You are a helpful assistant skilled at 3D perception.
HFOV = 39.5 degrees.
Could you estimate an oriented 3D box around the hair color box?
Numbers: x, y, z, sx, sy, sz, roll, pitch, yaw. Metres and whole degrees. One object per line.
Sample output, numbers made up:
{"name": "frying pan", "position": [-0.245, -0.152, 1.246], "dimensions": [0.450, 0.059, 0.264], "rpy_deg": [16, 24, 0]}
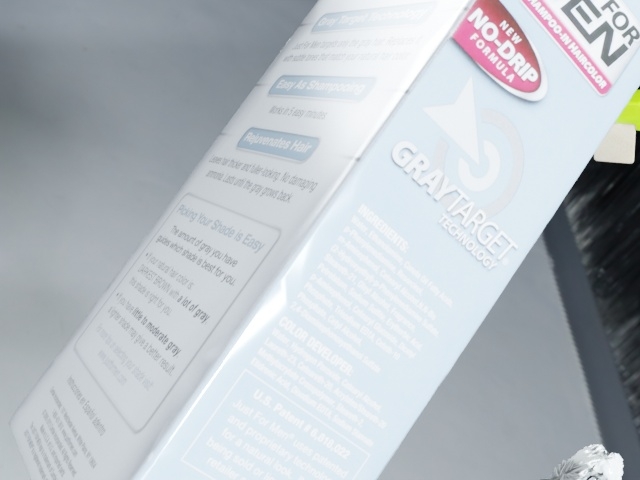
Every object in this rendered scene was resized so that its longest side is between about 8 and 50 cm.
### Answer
{"name": "hair color box", "position": [0.000, 0.000, 0.486], "dimensions": [0.113, 0.185, 0.374], "rpy_deg": [39, 82, -27]}

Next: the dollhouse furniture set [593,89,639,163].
{"name": "dollhouse furniture set", "position": [0.205, -0.084, 0.544], "dimensions": [0.151, 0.059, 0.076], "rpy_deg": [7, 51, 22]}

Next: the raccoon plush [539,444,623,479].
{"name": "raccoon plush", "position": [0.348, 0.545, 1.238], "dimensions": [0.446, 0.216, 0.299], "rpy_deg": [-37, 98, -11]}
